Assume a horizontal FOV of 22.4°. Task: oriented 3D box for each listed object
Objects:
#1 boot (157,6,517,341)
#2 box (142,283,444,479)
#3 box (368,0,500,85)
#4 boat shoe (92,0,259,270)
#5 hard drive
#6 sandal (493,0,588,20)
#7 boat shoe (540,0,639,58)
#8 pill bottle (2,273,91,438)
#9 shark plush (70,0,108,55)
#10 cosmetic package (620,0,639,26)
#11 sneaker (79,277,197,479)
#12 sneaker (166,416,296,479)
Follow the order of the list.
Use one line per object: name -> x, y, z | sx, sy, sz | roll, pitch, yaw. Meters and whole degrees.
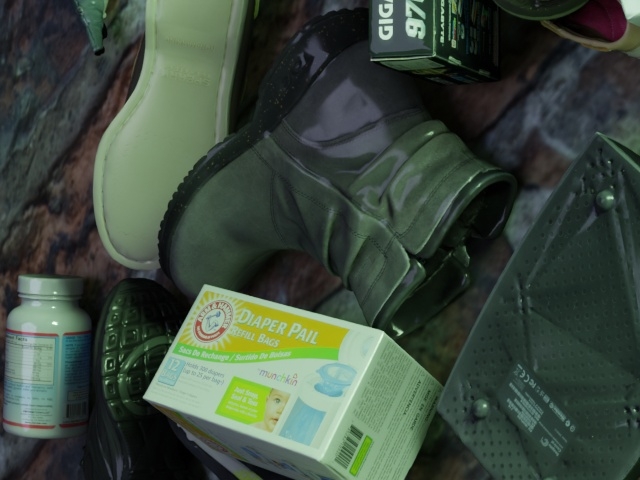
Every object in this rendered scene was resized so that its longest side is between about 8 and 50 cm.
boot -> 0.000, 0.000, 1.306 | 0.223, 0.118, 0.338 | 56, 136, 23
box -> -0.023, 0.122, 1.283 | 0.203, 0.103, 0.114 | 12, 68, 42
box -> 0.084, -0.228, 1.154 | 0.051, 0.175, 0.220 | 0, 90, 21
boat shoe -> -0.123, -0.130, 1.455 | 0.116, 0.097, 0.324 | 16, 111, 7
hard drive -> 0.191, 0.073, 1.120 | 0.172, 0.054, 0.255 | 49, 125, 37
sandal -> 0.157, -0.294, 1.123 | 0.120, 0.086, 0.303 | 5, 81, 18
boat shoe -> 0.176, -0.175, 1.134 | 0.170, 0.059, 0.063 | 34, 115, 44
pill bottle -> -0.276, 0.116, 1.637 | 0.087, 0.087, 0.160 | 6, 94, 49
shark plush -> -0.251, -0.248, 1.625 | 0.073, 0.067, 0.161 | -31, 67, 45
cosmetic package -> 0.269, -0.346, 0.957 | 0.284, 0.097, 0.377 | -25, 71, 34
sneaker -> -0.180, 0.179, 1.518 | 0.130, 0.109, 0.286 | -10, 80, 55
sneaker -> -0.044, 0.177, 1.397 | 0.097, 0.084, 0.234 | -48, 43, -4
